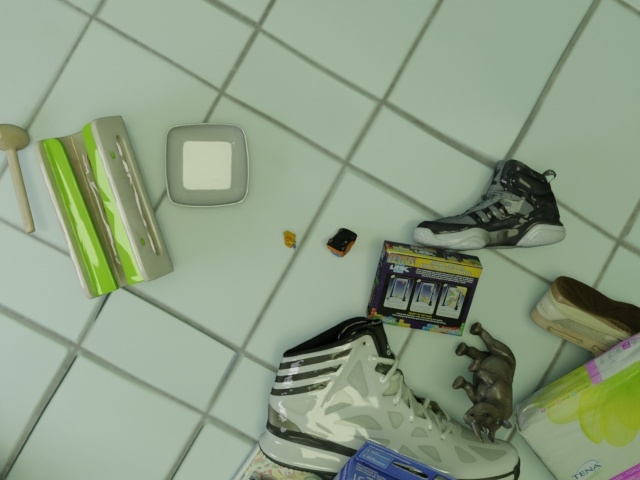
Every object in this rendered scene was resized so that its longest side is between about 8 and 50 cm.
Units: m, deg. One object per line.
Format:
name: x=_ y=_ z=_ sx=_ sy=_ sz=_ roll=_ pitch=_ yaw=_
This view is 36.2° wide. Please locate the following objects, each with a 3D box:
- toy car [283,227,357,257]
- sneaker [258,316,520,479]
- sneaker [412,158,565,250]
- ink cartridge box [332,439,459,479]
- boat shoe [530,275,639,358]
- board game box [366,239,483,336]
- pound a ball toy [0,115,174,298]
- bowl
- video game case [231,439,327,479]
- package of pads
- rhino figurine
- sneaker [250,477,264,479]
toy car: x=0.000 y=0.000 z=1.705 sx=0.122 sy=0.060 sz=0.040 roll=14 pitch=135 yaw=10
sneaker: x=0.136 y=0.272 z=1.638 sx=0.448 sy=0.169 sz=0.257 roll=10 pitch=100 yaw=-4
sneaker: x=0.288 y=-0.061 z=1.698 sx=0.269 sy=0.101 sz=0.153 roll=-2 pitch=86 yaw=-7
ink cartridge box: x=0.084 y=0.463 z=1.595 sx=0.186 sy=0.065 sz=0.311 roll=26 pitch=125 yaw=-7
boat shoe: x=0.516 y=0.170 z=1.734 sx=0.302 sy=0.109 sz=0.098 roll=26 pitch=125 yaw=-11
board game box: x=0.177 y=0.083 z=1.687 sx=0.170 sy=0.048 sz=0.141 roll=11 pitch=113 yaw=-7
pound a ball toy: x=-0.389 y=-0.068 z=1.620 sx=0.208 sy=0.136 sz=0.319 roll=-17 pitch=94 yaw=20
bowl: x=-0.192 y=-0.126 z=1.661 sx=0.142 sy=0.053 sz=0.142 roll=-2 pitch=91 yaw=-6
video game case: x=-0.083 y=0.493 z=1.706 sx=0.206 sy=0.026 sz=0.227 roll=35 pitch=88 yaw=-6
package of pads: x=0.508 y=0.309 z=1.672 sx=0.296 sy=0.101 sz=0.229 roll=-35 pitch=105 yaw=16
rhino figurine: x=0.282 y=0.250 z=1.652 sx=0.106 sy=0.243 sz=0.073 roll=36 pitch=125 yaw=-13
sneaker: x=-0.101 y=0.489 z=1.661 sx=0.073 sy=0.063 sz=0.162 roll=13 pitch=91 yaw=-10
